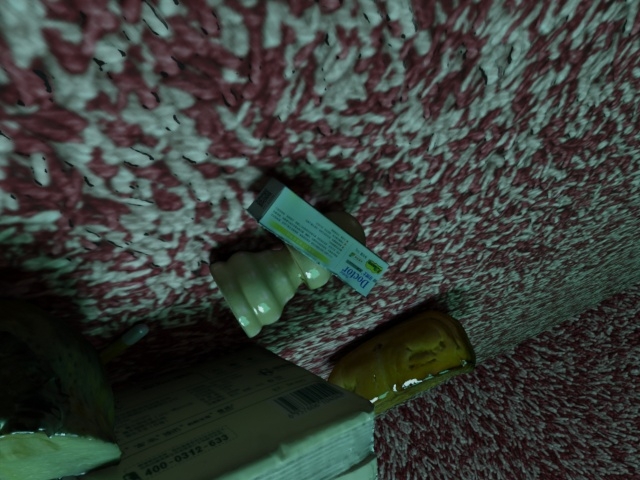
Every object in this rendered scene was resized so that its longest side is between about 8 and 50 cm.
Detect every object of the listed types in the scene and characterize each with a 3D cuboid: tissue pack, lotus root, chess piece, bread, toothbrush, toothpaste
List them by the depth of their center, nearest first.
[{"bbox_3d":[-0.314,0.133,0.501,0.267,0.149,0.260,-7,153,-22],"label":"lotus root"},{"bbox_3d":[0.000,0.000,0.596,0.164,0.034,0.046,36,92,-36],"label":"toothpaste"},{"bbox_3d":[-0.030,0.025,0.667,0.171,0.094,0.094,-32,158,-10],"label":"chess piece"},{"bbox_3d":[-0.315,0.181,0.759,0.288,0.024,0.021,-38,157,20],"label":"toothbrush"},{"bbox_3d":[-0.151,0.301,0.798,0.381,0.297,0.207,-10,107,-39],"label":"tissue pack"},{"bbox_3d":[0.170,0.274,1.323,0.328,0.147,0.337,-28,159,12],"label":"bread"}]
